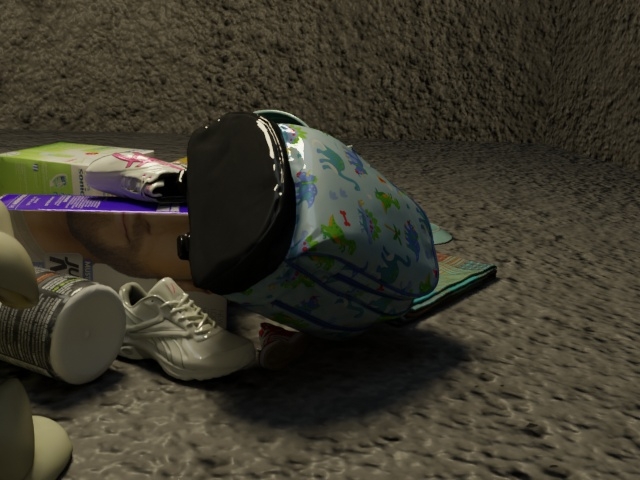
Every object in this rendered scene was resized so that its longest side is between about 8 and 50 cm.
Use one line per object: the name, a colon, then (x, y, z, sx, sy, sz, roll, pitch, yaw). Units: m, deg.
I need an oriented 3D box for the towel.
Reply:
towel: (0.132, 0.062, 1.445, 0.272, 0.040, 0.370, 14, 18, 34)

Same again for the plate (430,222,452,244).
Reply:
plate: (0.213, -0.024, 1.823, 0.188, 0.024, 0.188, 4, 14, -1)

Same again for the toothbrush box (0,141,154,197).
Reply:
toothbrush box: (-0.545, -0.141, 1.759, 0.283, 0.122, 0.206, 9, 19, 26)

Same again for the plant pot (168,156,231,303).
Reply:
plant pot: (-0.201, -0.003, 1.337, 0.187, 0.212, 0.212, 20, 17, 9)

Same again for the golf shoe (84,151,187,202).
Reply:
golf shoe: (-0.258, -0.092, 1.158, 0.186, 0.067, 0.086, 3, 16, -4)

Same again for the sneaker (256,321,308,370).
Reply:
sneaker: (-0.071, 0.144, 1.074, 0.067, 0.042, 0.118, 14, 10, 23)

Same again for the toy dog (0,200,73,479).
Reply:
toy dog: (-0.391, 0.052, 0.633, 0.285, 0.407, 0.395, 3, 14, 1)

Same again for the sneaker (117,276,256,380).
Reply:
sneaker: (-0.190, 0.110, 1.032, 0.232, 0.115, 0.090, 10, 16, 24)

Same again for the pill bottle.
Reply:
pill bottle: (-0.385, 0.096, 1.018, 0.246, 0.130, 0.130, 11, 17, 28)

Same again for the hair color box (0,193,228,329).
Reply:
hair color box: (-0.308, 0.032, 1.174, 0.339, 0.185, 0.110, 0, 15, -9)

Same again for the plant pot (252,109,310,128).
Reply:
plant pot: (-0.079, -0.141, 1.787, 0.272, 0.271, 0.255, 8, 1, 18)

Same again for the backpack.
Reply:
backpack: (0.000, 0.000, 1.101, 0.273, 0.355, 0.290, -22, 47, 16)
